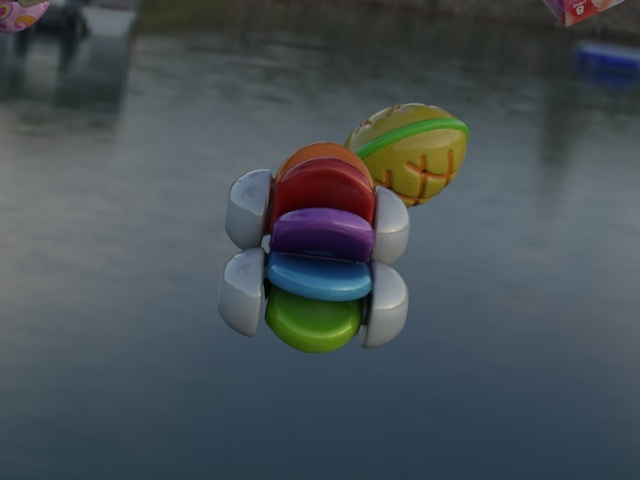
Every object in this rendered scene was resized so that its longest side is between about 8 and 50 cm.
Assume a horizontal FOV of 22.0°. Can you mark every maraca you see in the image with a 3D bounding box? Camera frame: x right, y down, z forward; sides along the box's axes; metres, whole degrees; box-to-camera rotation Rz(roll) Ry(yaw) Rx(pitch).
[{"bbox_3d":[0.062,-0.074,1.641,0.185,0.099,0.127,-25,-23,12],"label":"maraca"}]

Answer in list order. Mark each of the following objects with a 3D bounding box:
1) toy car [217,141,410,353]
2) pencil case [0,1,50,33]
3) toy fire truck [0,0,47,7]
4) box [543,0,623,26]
[{"bbox_3d":[0.000,0.000,1.376,0.159,0.136,0.182,8,58,-6],"label":"toy car"},{"bbox_3d":[-0.497,-0.405,2.295,0.124,0.124,0.284,18,-15,38],"label":"pencil case"},{"bbox_3d":[-0.231,-0.224,1.309,0.192,0.135,0.047,7,54,-34],"label":"toy fire truck"},{"bbox_3d":[0.320,-0.456,2.261,0.142,0.154,0.300,-25,52,-7],"label":"box"}]
